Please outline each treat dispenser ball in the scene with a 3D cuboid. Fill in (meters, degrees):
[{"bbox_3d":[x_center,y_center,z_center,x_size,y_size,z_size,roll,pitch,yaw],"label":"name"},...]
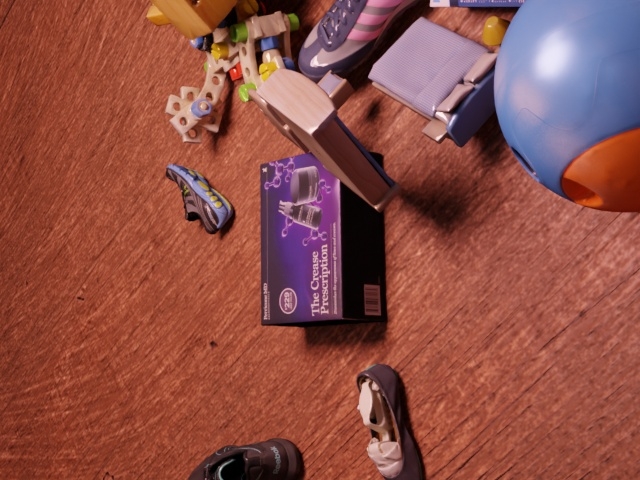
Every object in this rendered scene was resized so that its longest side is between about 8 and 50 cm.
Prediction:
[{"bbox_3d":[0.337,-0.174,1.121,0.288,0.288,0.288,-7,80,45],"label":"treat dispenser ball"}]

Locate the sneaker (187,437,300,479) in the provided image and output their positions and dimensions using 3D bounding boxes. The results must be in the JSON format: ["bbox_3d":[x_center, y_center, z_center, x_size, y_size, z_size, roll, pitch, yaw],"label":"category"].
[{"bbox_3d":[-0.153,0.382,1.681,0.267,0.106,0.101,-31,65,40],"label":"sneaker"}]

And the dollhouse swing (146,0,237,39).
[{"bbox_3d":[-0.211,-0.541,1.645,0.305,0.315,0.347,23,74,45],"label":"dollhouse swing"}]

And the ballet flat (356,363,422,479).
[{"bbox_3d":[0.091,0.278,1.470,0.074,0.074,0.203,-27,67,40],"label":"ballet flat"}]

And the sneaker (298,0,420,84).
[{"bbox_3d":[0.061,-0.368,1.509,0.319,0.131,0.112,-43,56,21],"label":"sneaker"}]

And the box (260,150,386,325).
[{"bbox_3d":[0.000,0.000,1.577,0.184,0.103,0.261,-10,78,47],"label":"box"}]

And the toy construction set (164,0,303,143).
[{"bbox_3d":[-0.138,-0.289,1.730,0.327,0.151,0.215,-18,91,46],"label":"toy construction set"}]

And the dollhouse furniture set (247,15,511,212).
[{"bbox_3d":[0.075,-0.249,1.406,0.303,0.198,0.286,-46,48,-2],"label":"dollhouse furniture set"}]

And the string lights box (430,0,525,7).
[{"bbox_3d":[0.256,-0.374,1.335,0.259,0.077,0.133,18,113,53],"label":"string lights box"}]

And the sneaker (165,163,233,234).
[{"bbox_3d":[-0.232,-0.078,1.843,0.188,0.067,0.078,44,109,36],"label":"sneaker"}]
